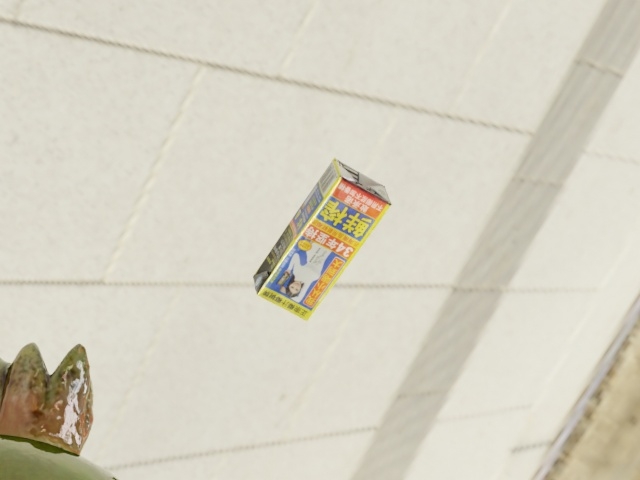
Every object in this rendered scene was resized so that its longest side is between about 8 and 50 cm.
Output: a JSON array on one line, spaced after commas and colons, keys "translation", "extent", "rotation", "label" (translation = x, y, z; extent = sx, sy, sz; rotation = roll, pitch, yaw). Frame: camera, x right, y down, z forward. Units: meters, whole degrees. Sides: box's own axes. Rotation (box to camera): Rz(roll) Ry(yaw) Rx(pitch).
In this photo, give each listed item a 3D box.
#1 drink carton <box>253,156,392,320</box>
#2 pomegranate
[{"translation": [0.000, 0.000, 1.519], "extent": [0.071, 0.056, 0.166], "rotation": [30, 109, -18], "label": "drink carton"}, {"translation": [-0.142, 0.141, 0.638], "extent": [0.159, 0.159, 0.205], "rotation": [77, 13, -53], "label": "pomegranate"}]
